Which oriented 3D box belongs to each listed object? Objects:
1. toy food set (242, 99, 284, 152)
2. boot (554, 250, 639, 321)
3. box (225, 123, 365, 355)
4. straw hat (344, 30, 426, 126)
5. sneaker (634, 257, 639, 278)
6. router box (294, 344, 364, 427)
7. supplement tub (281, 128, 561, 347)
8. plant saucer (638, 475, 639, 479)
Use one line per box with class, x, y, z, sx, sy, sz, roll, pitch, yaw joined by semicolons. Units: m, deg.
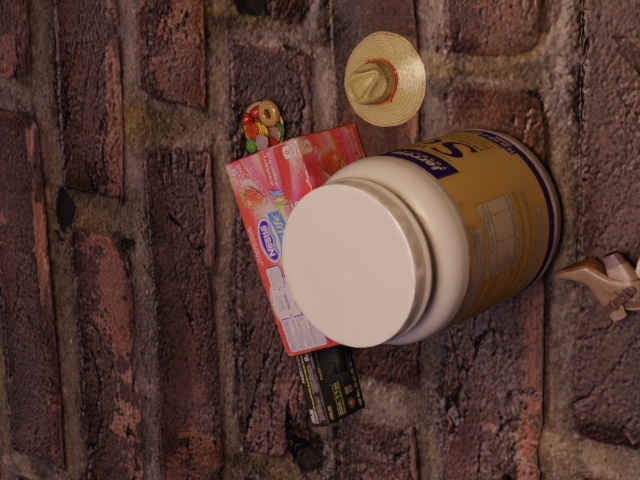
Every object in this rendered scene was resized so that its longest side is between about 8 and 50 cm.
toy food set;-0.087;-0.171;2.125;0.083;0.020;0.082;-10;96;40
boot;0.368;0.064;1.809;0.118;0.042;0.087;-19;98;48
box;0.000;0.000;2.022;0.154;0.142;0.300;-18;90;41
straw hat;0.073;-0.220;1.954;0.144;0.061;0.144;12;110;37
sneaker;0.442;-0.019;1.716;0.067;0.064;0.175;23;126;24
router box;0.013;0.210;2.105;0.038;0.092;0.122;-12;95;41
supplement tub;0.132;-0.004;1.787;0.241;0.331;0.241;12;110;36
plant saucer;0.519;0.351;1.767;0.241;0.037;0.241;12;111;35
